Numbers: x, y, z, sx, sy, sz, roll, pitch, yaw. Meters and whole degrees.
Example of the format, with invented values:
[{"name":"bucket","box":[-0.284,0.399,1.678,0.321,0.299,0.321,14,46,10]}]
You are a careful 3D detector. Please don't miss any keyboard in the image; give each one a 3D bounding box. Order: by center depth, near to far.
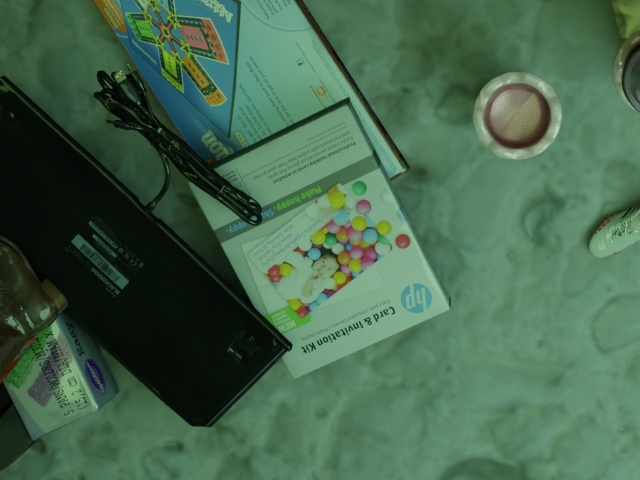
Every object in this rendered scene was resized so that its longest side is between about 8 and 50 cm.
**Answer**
[{"name":"keyboard","box":[-0.147,-0.013,1.219,0.317,0.033,0.201,43,114,-4]}]

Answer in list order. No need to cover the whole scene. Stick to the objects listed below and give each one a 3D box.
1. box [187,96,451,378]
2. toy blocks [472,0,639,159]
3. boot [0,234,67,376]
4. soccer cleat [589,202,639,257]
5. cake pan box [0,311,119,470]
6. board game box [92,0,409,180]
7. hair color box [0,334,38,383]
[{"name":"box","box":[0.000,0.000,1.234,0.145,0.038,0.186,-25,102,11]},{"name":"toy blocks","box":[0.229,-0.225,1.079,0.309,0.260,0.288,-14,95,11]},{"name":"boot","box":[-0.269,0.053,1.200,0.106,0.114,0.037,38,141,4]},{"name":"soccer cleat","box":[0.250,-0.013,1.219,0.083,0.035,0.029,-32,92,11]},{"name":"cake pan box","box":[-0.334,0.076,1.309,0.246,0.070,0.266,-23,94,13]},{"name":"board game box","box":[-0.063,-0.138,1.255,0.145,0.027,0.281,-32,92,11]},{"name":"hair color box","box":[-0.303,0.112,1.253,0.072,0.043,0.141,40,103,2]}]
